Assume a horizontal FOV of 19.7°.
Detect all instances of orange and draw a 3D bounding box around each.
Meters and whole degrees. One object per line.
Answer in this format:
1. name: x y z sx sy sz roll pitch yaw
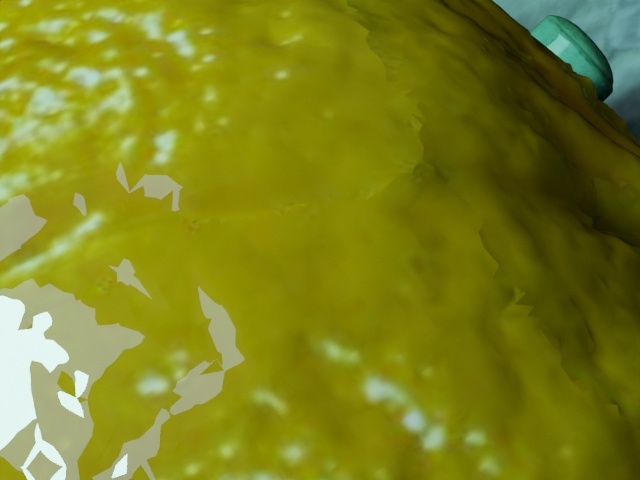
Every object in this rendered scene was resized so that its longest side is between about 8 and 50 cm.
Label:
1. orange: -0.011 0.064 0.555 0.293 0.340 0.340 -34 38 17

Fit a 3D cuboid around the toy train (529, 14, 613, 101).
1. toy train: 0.000 0.000 0.811 0.285 0.116 0.177 -43 24 6
